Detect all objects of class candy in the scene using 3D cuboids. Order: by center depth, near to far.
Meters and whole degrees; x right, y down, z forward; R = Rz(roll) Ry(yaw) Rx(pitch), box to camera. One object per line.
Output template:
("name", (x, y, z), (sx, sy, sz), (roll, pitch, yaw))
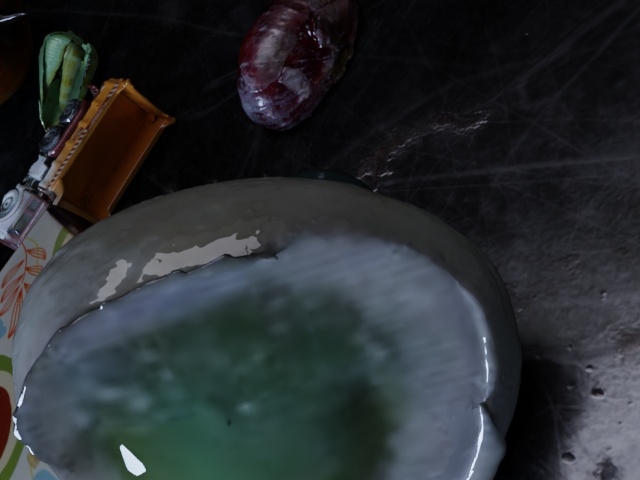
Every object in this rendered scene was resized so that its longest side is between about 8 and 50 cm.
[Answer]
("candy", (-0.041, 0.125, 0.698), (0.427, 0.386, 0.186), (-23, 17, 13))

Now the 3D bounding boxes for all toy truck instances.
("toy truck", (-0.326, -0.089, 1.124), (0.135, 0.114, 0.270), (19, 75, 44))

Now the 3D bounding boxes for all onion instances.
("onion", (-0.047, -0.244, 1.025), (0.151, 0.098, 0.205), (12, 73, 36))

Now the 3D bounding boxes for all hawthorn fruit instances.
("hawthorn fruit", (-0.602, -0.335, 1.343), (0.301, 0.267, 0.267), (-18, 57, 15))

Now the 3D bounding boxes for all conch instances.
("conch", (-0.397, -0.252, 1.286), (0.106, 0.079, 0.170), (-3, 79, 39))

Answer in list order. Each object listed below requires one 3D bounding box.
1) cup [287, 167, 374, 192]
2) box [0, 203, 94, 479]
("cup", (0.000, 0.000, 0.828), (0.199, 0.199, 0.150), (-22, 35, 23))
("box", (-0.307, 0.200, 0.943), (0.345, 0.122, 0.385), (33, 87, 40))
